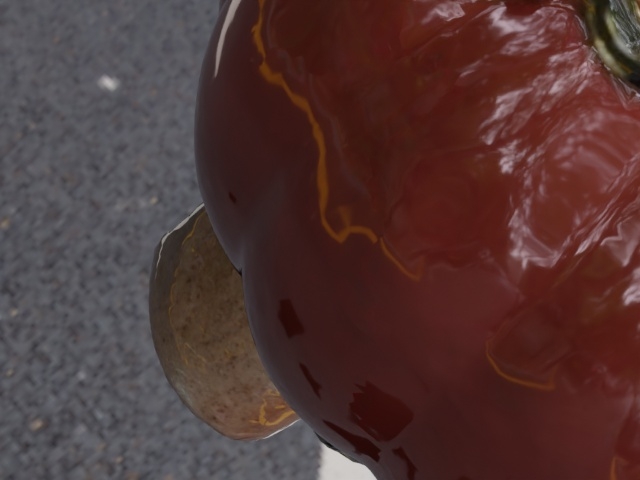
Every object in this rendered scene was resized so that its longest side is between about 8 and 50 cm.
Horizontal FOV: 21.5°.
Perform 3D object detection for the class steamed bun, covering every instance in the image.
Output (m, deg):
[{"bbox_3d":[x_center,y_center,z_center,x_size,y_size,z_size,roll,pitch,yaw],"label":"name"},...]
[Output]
[{"bbox_3d":[0.000,0.000,0.788,0.106,0.145,0.175,46,29,-8],"label":"steamed bun"}]

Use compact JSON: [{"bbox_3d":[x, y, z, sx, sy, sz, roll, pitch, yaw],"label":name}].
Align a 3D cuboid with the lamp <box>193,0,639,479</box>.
[{"bbox_3d":[0.078,-0.018,0.400,0.227,0.227,0.227,26,45,-30],"label":"lamp"}]
